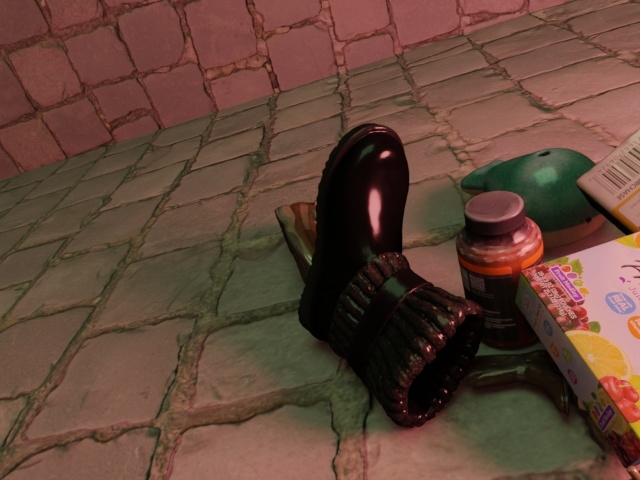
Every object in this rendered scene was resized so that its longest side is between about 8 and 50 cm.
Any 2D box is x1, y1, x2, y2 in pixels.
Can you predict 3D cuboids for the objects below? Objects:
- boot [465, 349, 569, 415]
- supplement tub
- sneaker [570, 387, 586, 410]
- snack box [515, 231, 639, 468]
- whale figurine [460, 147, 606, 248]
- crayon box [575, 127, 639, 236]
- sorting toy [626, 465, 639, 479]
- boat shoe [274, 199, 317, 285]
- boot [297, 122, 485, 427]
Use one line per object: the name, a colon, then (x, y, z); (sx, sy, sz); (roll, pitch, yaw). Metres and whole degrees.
boot: (0.228, 0.170, 0.595); (0.114, 0.037, 0.106); (-7, 19, 15)
supplement tub: (0.235, 0.037, 0.647); (0.106, 0.198, 0.106); (-14, 31, 9)
sneaker: (0.351, 0.140, 0.552); (0.161, 0.057, 0.075); (-29, 26, -20)
snack box: (0.336, 0.098, 0.517); (0.174, 0.070, 0.207); (-17, 49, -2)
whale figurine: (0.350, -0.098, 0.851); (0.216, 0.141, 0.272); (-25, 30, -8)
crayon box: (0.495, -0.028, 0.571); (0.203, 0.083, 0.323); (-45, 46, 18)
sorting toy: (0.254, 0.235, 0.394); (0.274, 0.046, 0.132); (-35, -2, -13)
boat shoe: (0.000, 0.000, 0.926); (0.116, 0.123, 0.324); (-21, 32, -6)
boot: (0.100, 0.031, 0.655); (0.131, 0.348, 0.260); (3, 14, -30)
